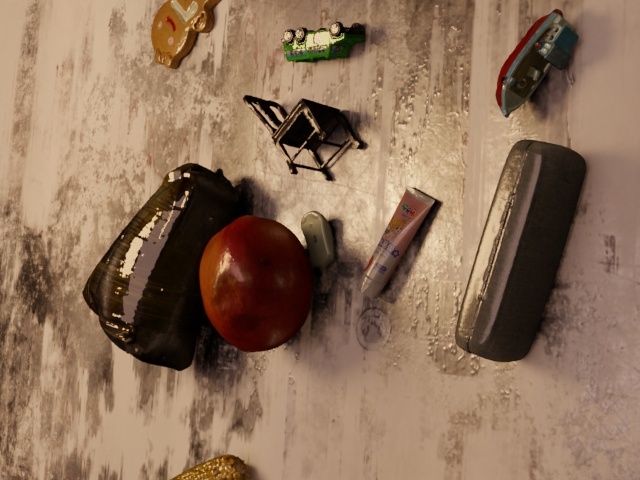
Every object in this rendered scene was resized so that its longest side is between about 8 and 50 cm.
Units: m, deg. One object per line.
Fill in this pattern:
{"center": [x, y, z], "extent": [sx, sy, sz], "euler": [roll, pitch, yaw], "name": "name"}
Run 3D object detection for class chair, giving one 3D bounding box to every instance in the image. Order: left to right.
{"center": [-0.039, -0.222, 1.659], "extent": [0.113, 0.106, 0.229], "euler": [-48, 56, 27], "name": "chair"}

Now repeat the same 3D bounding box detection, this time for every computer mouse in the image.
{"center": [0.000, 0.000, 1.639], "extent": [0.056, 0.032, 0.110], "euler": [-20, 81, 39], "name": "computer mouse"}

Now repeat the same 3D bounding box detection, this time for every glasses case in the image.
{"center": [0.289, 0.017, 1.309], "extent": [0.074, 0.131, 0.323], "euler": [21, 97, 45], "name": "glasses case"}

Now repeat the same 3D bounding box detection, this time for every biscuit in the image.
{"center": [-0.301, -0.496, 1.986], "extent": [0.249, 0.035, 0.184], "euler": [-50, 54, 25], "name": "biscuit"}

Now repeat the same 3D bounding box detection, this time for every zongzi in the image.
{"center": [-0.356, 0.009, 1.868], "extent": [0.432, 0.208, 0.403], "euler": [25, 95, 54], "name": "zongzi"}

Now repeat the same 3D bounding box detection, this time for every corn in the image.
{"center": [-0.246, 0.483, 1.738], "extent": [0.293, 0.106, 0.106], "euler": [-36, 61, 30], "name": "corn"}

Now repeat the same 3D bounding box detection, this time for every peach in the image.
{"center": [-0.112, 0.079, 1.599], "extent": [0.200, 0.243, 0.243], "euler": [-9, 73, -3], "name": "peach"}

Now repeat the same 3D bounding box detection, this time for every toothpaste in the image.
{"center": [0.123, 0.006, 1.524], "extent": [0.067, 0.043, 0.194], "euler": [35, 101, 43], "name": "toothpaste"}

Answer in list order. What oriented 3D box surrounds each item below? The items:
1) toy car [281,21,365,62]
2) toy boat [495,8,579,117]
{"center": [0.006, -0.363, 1.668], "extent": [0.165, 0.071, 0.062], "euler": [3, 100, 42], "name": "toy car"}
{"center": [0.322, -0.263, 1.366], "extent": [0.173, 0.069, 0.059], "euler": [-54, 44, 16], "name": "toy boat"}
